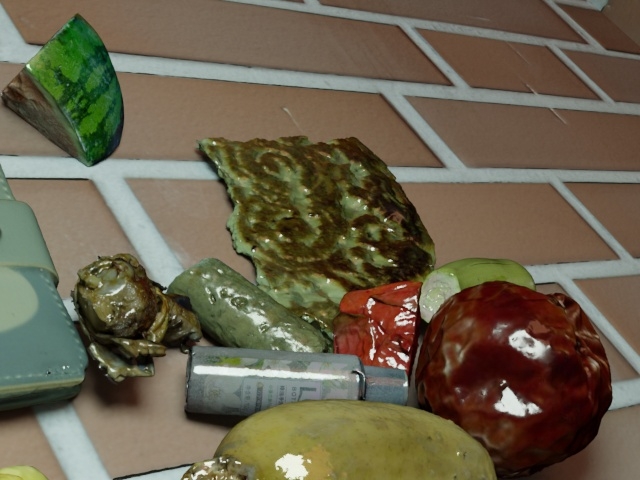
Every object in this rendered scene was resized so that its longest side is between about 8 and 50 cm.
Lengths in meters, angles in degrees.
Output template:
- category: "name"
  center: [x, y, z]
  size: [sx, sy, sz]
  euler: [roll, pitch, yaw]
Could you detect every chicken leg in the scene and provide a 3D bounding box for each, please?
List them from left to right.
- category: "chicken leg"
  center: [-0.178, 0.066, 1.117]
  size: [0.125, 0.080, 0.196]
  euler: [57, 7, 1]

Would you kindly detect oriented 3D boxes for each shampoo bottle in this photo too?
- category: "shampoo bottle"
  center: [-0.023, 0.140, 1.139]
  size: [0.214, 0.072, 0.072]
  euler: [4, 36, -7]

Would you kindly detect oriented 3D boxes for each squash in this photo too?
- category: "squash"
  center: [0.199, 0.063, 1.457]
  size: [0.083, 0.083, 0.250]
  euler: [47, 22, 24]

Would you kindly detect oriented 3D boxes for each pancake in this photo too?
- category: "pancake"
  center: [0.005, 0.000, 1.451]
  size: [0.305, 0.067, 0.427]
  euler: [8, 39, -23]

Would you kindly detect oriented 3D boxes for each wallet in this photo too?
- category: "wallet"
  center: [-0.365, 0.011, 1.067]
  size: [0.252, 0.083, 0.360]
  euler: [0, 49, -44]

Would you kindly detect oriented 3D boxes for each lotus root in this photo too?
- category: "lotus root"
  center: [0.016, 0.219, 1.036]
  size: [0.342, 0.151, 0.169]
  euler: [11, 34, -37]

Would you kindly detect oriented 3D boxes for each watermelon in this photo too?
- category: "watermelon"
  center: [-0.282, -0.182, 1.417]
  size: [0.146, 0.128, 0.231]
  euler: [44, 26, -14]

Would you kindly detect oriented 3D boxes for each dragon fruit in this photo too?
- category: "dragon fruit"
  center: [0.052, 0.142, 1.249]
  size: [0.092, 0.122, 0.192]
  euler: [6, 59, 8]

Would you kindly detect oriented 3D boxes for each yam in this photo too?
- category: "yam"
  center: [-0.073, 0.088, 1.226]
  size: [0.179, 0.078, 0.078]
  euler: [36, 31, 14]

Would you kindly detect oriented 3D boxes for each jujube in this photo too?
- category: "jujube"
  center: [0.203, 0.145, 1.258]
  size: [0.213, 0.213, 0.232]
  euler: [42, 11, 17]

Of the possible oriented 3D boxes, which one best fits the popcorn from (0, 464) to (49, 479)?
- category: "popcorn"
  center: [-0.201, 0.294, 0.580]
  size: [0.349, 0.349, 0.382]
  euler: [27, 22, -8]
